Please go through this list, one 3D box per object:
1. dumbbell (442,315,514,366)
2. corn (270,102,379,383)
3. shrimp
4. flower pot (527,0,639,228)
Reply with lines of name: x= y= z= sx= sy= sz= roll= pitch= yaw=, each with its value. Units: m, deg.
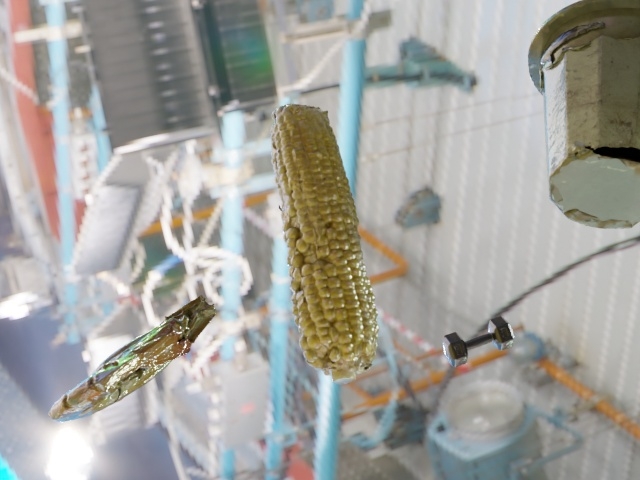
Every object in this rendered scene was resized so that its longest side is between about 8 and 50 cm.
dumbbell: x=0.185 y=0.119 z=1.595 sx=0.040 sy=0.083 sz=0.036 roll=-124 pitch=-162 yaw=-61
corn: x=0.000 y=0.000 z=1.357 sx=0.086 sy=0.086 sz=0.288 roll=-32 pitch=-114 yaw=59
shrimp: x=-0.198 y=0.132 z=1.463 sx=0.051 sy=0.217 sz=0.115 roll=57 pitch=-20 yaw=-2
flower pot: x=0.335 y=-0.136 z=1.513 sx=0.212 sy=0.212 sz=0.203 roll=119 pitch=-16 yaw=-50
